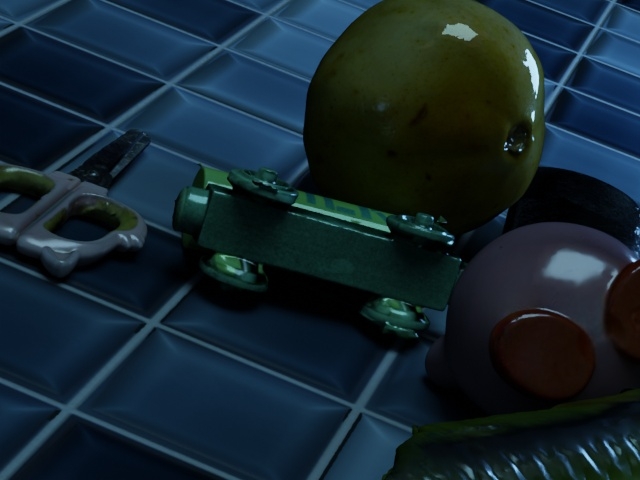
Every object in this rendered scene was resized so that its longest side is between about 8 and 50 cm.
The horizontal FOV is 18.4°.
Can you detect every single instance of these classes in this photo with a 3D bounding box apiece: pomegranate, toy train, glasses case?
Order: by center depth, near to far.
[{"bbox_3d":[0.000,0.000,1.608,0.253,0.105,0.157,14,9,-11],"label":"toy train"},{"bbox_3d":[0.093,-0.106,1.746,0.233,0.233,0.233,16,23,-7],"label":"pomegranate"},{"bbox_3d":[0.223,0.007,1.765,0.122,0.082,0.321,20,21,2],"label":"glasses case"}]

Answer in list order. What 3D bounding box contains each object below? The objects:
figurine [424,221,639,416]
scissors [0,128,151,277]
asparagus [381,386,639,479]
[{"bbox_3d":[0.175,0.067,1.488,0.173,0.173,0.173,16,23,-7],"label":"figurine"},{"bbox_3d":[-0.197,-0.043,1.631,0.160,0.024,0.317,20,23,8],"label":"scissors"},{"bbox_3d":[0.136,0.166,1.299,0.382,0.108,0.128,-3,46,-41],"label":"asparagus"}]
